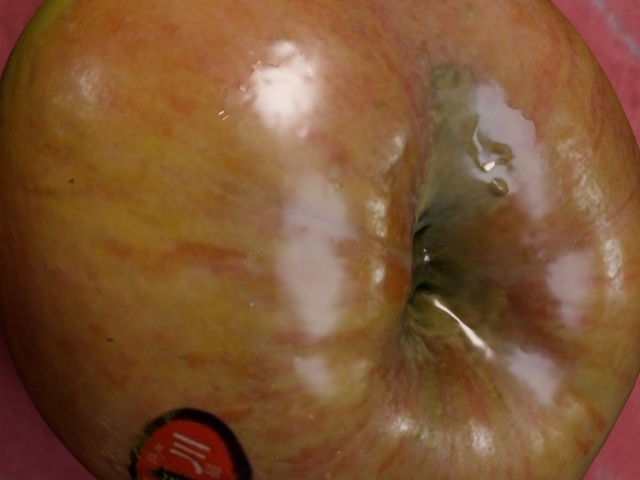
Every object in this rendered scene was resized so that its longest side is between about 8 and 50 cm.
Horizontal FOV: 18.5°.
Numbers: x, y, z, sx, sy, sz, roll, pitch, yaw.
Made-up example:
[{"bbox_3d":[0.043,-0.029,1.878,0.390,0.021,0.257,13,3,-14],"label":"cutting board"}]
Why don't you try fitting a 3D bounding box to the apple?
[{"bbox_3d":[0.000,0.000,0.719,0.260,0.194,0.261,-10,108,-35],"label":"apple"}]
